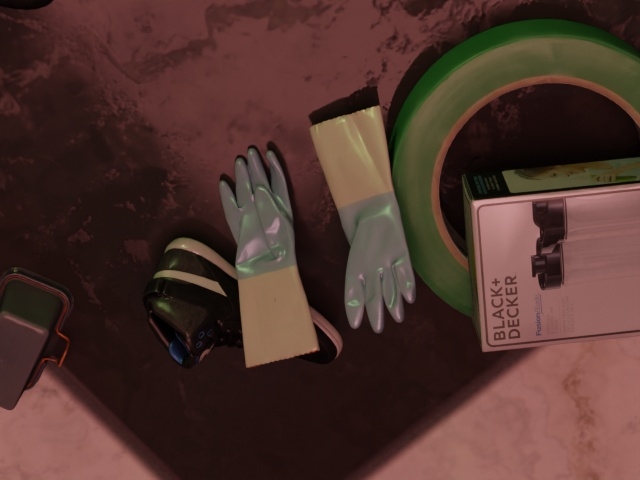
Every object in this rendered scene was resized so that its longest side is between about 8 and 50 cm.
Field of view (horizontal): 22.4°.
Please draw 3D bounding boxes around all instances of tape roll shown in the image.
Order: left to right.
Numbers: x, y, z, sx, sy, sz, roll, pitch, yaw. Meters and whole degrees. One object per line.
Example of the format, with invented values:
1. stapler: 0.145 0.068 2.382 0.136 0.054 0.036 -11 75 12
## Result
1. tape roll: 0.230 -0.065 1.673 0.321 0.077 0.321 0 111 -1

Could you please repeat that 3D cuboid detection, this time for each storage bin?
1. storage bin: -0.322 0.115 1.724 0.098 0.091 0.135 24 109 -10

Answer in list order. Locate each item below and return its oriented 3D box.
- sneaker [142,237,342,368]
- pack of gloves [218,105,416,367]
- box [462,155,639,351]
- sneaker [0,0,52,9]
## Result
1. sneaker: -0.091 0.101 1.700 0.217 0.121 0.079 31 145 -5
2. pack of gloves: 0.000 0.000 1.660 0.195 0.046 0.232 -16 74 21
3. box: 0.293 0.009 1.615 0.290 0.087 0.169 -5 111 1
4. sneaker: -0.380 -0.302 1.546 0.283 0.124 0.107 32 107 -13
